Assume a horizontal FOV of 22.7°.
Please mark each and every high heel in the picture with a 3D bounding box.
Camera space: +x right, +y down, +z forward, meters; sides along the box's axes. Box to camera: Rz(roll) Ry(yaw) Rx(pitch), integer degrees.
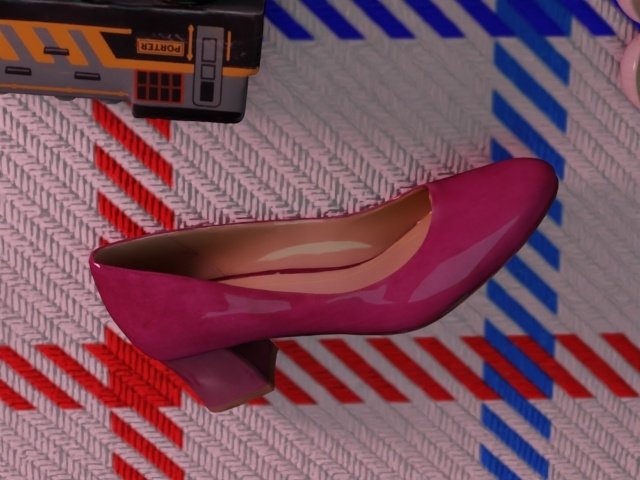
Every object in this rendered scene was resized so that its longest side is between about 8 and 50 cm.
[{"bbox_3d":[0.000,0.000,1.297,0.377,0.127,0.181,-32,120,13],"label":"high heel"}]

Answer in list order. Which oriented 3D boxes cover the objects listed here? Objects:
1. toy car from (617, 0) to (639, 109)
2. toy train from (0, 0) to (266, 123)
[{"bbox_3d":[0.326,-0.172,1.255,0.136,0.159,0.182,-23,115,-33],"label":"toy car"},{"bbox_3d":[-0.188,-0.191,1.223,0.334,0.142,0.190,3,121,-3],"label":"toy train"}]
